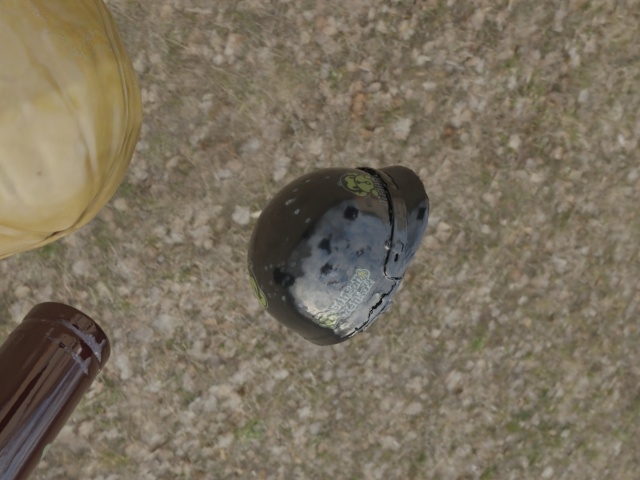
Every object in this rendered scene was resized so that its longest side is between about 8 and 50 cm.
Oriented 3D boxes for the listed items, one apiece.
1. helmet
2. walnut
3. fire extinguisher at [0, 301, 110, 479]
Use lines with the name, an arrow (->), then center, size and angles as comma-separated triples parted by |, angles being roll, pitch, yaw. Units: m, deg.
helmet -> 0.000, 0.000, 1.052 | 0.160, 0.230, 0.279 | 22, 120, -29
walnut -> -0.173, -0.080, 0.344 | 0.165, 0.165, 0.197 | -34, 95, -16
fire extinguisher -> -0.354, 0.225, 0.851 | 0.337, 0.114, 0.135 | -64, 154, -48
